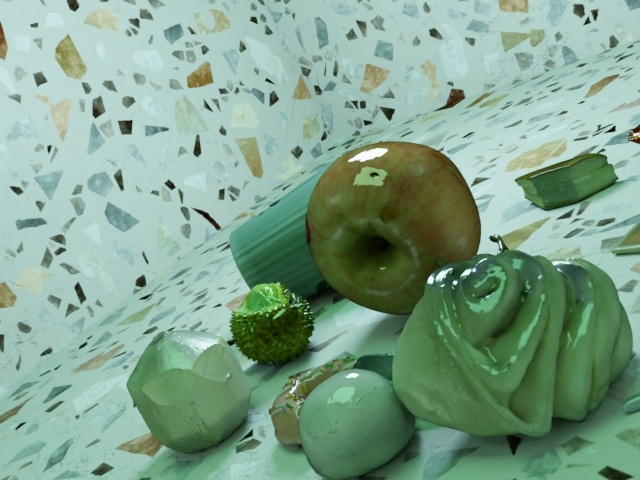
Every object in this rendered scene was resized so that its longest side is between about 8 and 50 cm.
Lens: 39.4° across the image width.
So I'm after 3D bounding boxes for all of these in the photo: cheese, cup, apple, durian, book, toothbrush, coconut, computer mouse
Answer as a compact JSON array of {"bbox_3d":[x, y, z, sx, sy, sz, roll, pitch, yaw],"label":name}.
[{"bbox_3d":[0.053,0.304,1.468,0.198,0.189,0.154,-29,45,0],"label":"cheese"},{"bbox_3d":[0.005,0.016,2.442,0.392,0.401,0.310,-30,47,11],"label":"cup"},{"bbox_3d":[0.168,-0.032,1.971,0.392,0.391,0.346,-18,16,33],"label":"apple"},{"bbox_3d":[-0.113,0.201,2.112,0.200,0.176,0.237,-40,11,-8],"label":"durian"},{"bbox_3d":[0.707,-0.028,1.737,0.170,0.018,0.242,-37,17,-34],"label":"book"},{"bbox_3d":[0.562,0.182,1.260,0.287,0.020,0.025,-25,8,12],"label":"toothbrush"},{"bbox_3d":[-0.281,0.306,1.897,0.245,0.247,0.245,-25,13,6],"label":"coconut"},{"bbox_3d":[0.140,0.258,1.609,0.229,0.068,0.113,-9,64,34],"label":"computer mouse"}]

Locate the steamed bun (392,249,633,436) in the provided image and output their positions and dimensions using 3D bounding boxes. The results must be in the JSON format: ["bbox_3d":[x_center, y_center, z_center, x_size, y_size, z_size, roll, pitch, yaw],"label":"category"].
[{"bbox_3d":[0.296,0.132,1.409,0.352,0.247,0.339,-2,25,43],"label":"steamed bun"}]

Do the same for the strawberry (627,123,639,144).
[{"bbox_3d":[0.862,-0.271,2.178,0.192,0.085,0.140,-36,24,-13],"label":"strawberry"}]

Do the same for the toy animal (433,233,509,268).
[{"bbox_3d":[0.256,0.116,1.687,0.243,0.087,0.260,-41,21,37],"label":"toy animal"}]

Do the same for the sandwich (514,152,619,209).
[{"bbox_3d":[0.592,-0.142,2.202,0.258,0.094,0.096,-17,13,40],"label":"sandwich"}]

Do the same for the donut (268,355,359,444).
[{"bbox_3d":[-0.001,0.304,1.731,0.233,0.085,0.199,-32,14,-25],"label":"donut"}]
